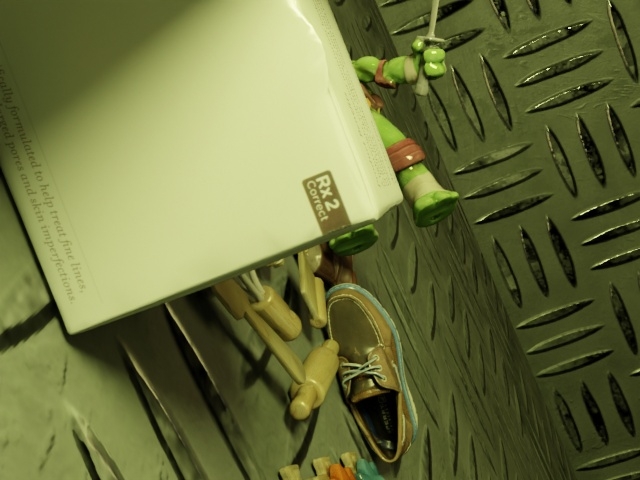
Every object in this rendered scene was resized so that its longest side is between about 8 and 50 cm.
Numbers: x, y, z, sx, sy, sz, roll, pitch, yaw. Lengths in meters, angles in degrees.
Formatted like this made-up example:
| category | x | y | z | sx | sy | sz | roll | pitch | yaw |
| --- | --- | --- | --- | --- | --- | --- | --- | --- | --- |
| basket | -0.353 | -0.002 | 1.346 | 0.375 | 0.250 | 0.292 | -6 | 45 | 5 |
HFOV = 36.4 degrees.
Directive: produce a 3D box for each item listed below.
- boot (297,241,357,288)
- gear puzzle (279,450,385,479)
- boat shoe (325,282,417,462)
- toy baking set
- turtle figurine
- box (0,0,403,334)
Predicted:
| category | x | y | z | sx | sy | sz | roll | pitch | yaw |
| --- | --- | --- | --- | --- | --- | --- | --- | --- | --- |
| boot | 0.000 | 0.000 | 1.023 | 0.114 | 0.037 | 0.106 | 35 | 33 | -58 |
| gear puzzle | 0.026 | 0.246 | 0.728 | 0.339 | 0.044 | 0.175 | 25 | 46 | -70 |
| boat shoe | 0.051 | 0.130 | 0.947 | 0.066 | 0.066 | 0.183 | -59 | 126 | -71 |
| toy baking set | -0.042 | 0.050 | 0.805 | 0.196 | 0.030 | 0.256 | 63 | 14 | -11 |
| turtle figurine | 0.030 | -0.141 | 0.980 | 0.198 | 0.275 | 0.266 | -8 | 66 | -38 |
| box | -0.072 | -0.067 | 0.540 | 0.119 | 0.182 | 0.181 | -24 | 93 | -78 |
